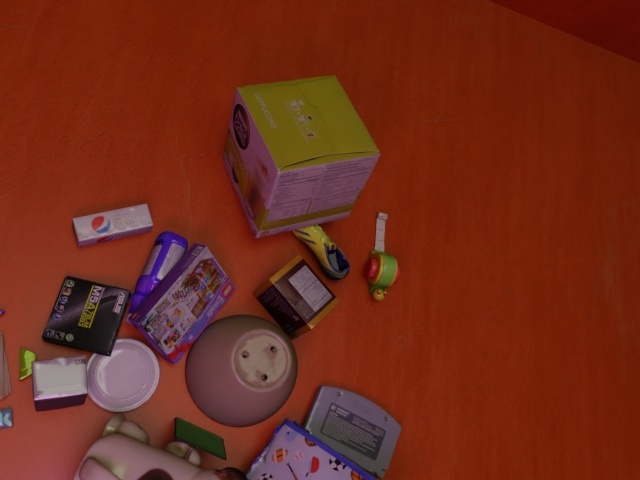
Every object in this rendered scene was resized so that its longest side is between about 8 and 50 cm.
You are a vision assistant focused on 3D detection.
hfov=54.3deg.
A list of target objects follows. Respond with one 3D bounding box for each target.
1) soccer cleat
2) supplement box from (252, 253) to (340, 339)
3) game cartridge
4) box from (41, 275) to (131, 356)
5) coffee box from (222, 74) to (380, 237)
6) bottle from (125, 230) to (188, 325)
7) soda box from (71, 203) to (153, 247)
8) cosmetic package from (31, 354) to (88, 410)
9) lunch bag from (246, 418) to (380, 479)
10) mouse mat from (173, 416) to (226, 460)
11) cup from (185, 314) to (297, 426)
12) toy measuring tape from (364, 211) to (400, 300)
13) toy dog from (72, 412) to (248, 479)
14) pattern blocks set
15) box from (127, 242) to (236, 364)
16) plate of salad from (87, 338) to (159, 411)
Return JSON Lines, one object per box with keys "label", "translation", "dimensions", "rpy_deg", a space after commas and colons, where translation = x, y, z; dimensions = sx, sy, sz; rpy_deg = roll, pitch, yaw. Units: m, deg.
{"label": "soccer cleat", "translation": [0.001, 0.000, 2.030], "dimensions": [0.093, 0.121, 0.289], "rpy_deg": [-35, 87, -27]}
{"label": "supplement box", "translation": [-0.076, 0.176, 1.900], "dimensions": [0.129, 0.191, 0.194], "rpy_deg": [-40, 89, -28]}
{"label": "game cartridge", "translation": [0.097, 0.576, 1.915], "dimensions": [0.297, 0.062, 0.198], "rpy_deg": [30, 60, -10]}
{"label": "box", "translation": [-0.642, 0.208, 1.724], "dimensions": [0.184, 0.045, 0.190], "rpy_deg": [14, 66, -1]}
{"label": "coffee box", "translation": [-0.075, -0.262, 1.927], "dimensions": [0.338, 0.334, 0.337], "rpy_deg": [-13, 62, -25]}
{"label": "bottle", "translation": [-0.475, 0.114, 1.801], "dimensions": [0.092, 0.118, 0.282], "rpy_deg": [27, 64, -20]}
{"label": "soda box", "translation": [-0.609, -0.044, 1.829], "dimensions": [0.216, 0.069, 0.073], "rpy_deg": [-15, 78, -25]}
{"label": "cosmetic package", "translation": [-0.658, 0.363, 1.576], "dimensions": [0.127, 0.238, 0.107], "rpy_deg": [-4, 74, -22]}
{"label": "lunch bag", "translation": [-0.028, 0.716, 1.688], "dimensions": [0.386, 0.239, 0.327], "rpy_deg": [28, 72, 19]}
{"label": "mouse mat", "translation": [-0.326, 0.534, 1.686], "dimensions": [0.153, 0.190, 0.007], "rpy_deg": [29, 83, -10]}
{"label": "cup", "translation": [-0.197, 0.354, 1.767], "dimensions": [0.331, 0.237, 0.330], "rpy_deg": [7, 70, -20]}
{"label": "toy measuring tape", "translation": [0.216, 0.043, 2.108], "dimensions": [0.122, 0.121, 0.330], "rpy_deg": [14, 68, -17]}
{"label": "toy dog", "translation": [-0.376, 0.609, 1.533], "dimensions": [0.408, 0.395, 0.284], "rpy_deg": [24, 56, -4]}
{"label": "pattern blocks set", "translation": [-0.891, 0.328, 1.612], "dimensions": [0.286, 0.026, 0.324], "rpy_deg": [6, 70, -20]}
{"label": "box", "translation": [-0.387, 0.180, 1.786], "dimensions": [0.293, 0.057, 0.200], "rpy_deg": [-52, 136, -27]}
{"label": "plate of salad", "translation": [-0.547, 0.372, 1.726], "dimensions": [0.200, 0.048, 0.199], "rpy_deg": [3, 72, -10]}
